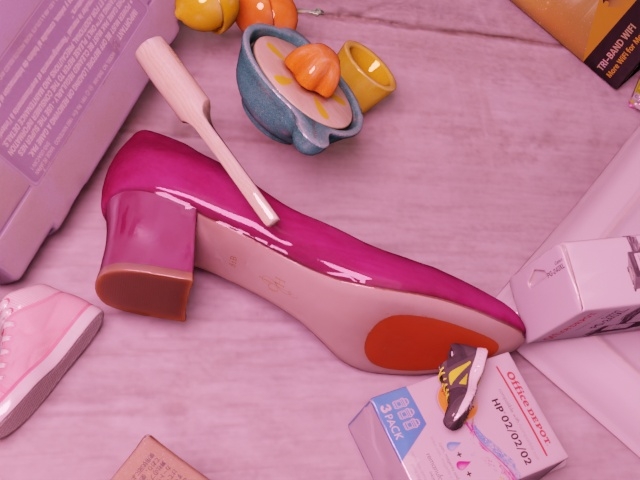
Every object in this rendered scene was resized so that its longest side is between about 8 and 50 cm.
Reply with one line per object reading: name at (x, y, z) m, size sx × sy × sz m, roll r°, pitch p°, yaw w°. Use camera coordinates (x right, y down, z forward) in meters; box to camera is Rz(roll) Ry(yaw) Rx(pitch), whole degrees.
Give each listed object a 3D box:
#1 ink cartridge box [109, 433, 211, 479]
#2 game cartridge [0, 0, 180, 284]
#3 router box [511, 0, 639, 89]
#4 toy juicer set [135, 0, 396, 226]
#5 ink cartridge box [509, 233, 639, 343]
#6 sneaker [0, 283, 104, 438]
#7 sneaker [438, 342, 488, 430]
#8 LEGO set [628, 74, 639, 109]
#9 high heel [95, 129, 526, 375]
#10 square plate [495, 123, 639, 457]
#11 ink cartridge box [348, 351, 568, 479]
ink cartridge box at (-0.112, 0.279, 0.615) m, size 0.193 × 0.088 × 0.234 m, roll 36°, pitch 53°, yaw 4°
game cartridge at (-0.252, -0.167, 0.788) m, size 0.230 × 0.068 × 0.355 m, roll 50°, pitch 52°, yaw -38°
router box at (0.341, -0.361, 1.071) m, size 0.243 × 0.309 × 0.081 m, roll 44°, pitch 53°, yaw 12°
toy juicer set at (-0.046, -0.162, 0.842) m, size 0.209 × 0.089 × 0.329 m, roll 43°, pitch 29°, yaw -5°
ink cartridge box at (0.256, 0.040, 0.821) m, size 0.150 × 0.109 × 0.063 m, roll -6°, pitch 71°, yaw -16°
sneaker at (-0.230, 0.086, 0.725) m, size 0.070 × 0.051 × 0.134 m, roll 31°, pitch 49°, yaw 3°
sneaker at (0.109, 0.117, 0.768) m, size 0.035 × 0.031 × 0.083 m, roll 18°, pitch 45°, yaw 13°
LEGO set at (0.421, -0.165, 1.082) m, size 0.107 × 0.132 × 0.287 m, roll 29°, pitch 30°, yaw 6°
high heel at (0.000, 0.000, 0.827) m, size 0.377 × 0.127 × 0.181 m, roll 15°, pitch 47°, yaw -16°
square plate at (0.388, 0.071, 0.931) m, size 0.347 × 0.049 × 0.344 m, roll 42°, pitch 62°, yaw 7°
ink cartridge box at (0.129, 0.162, 0.798) m, size 0.181 × 0.061 × 0.104 m, roll -14°, pitch 63°, yaw -28°
